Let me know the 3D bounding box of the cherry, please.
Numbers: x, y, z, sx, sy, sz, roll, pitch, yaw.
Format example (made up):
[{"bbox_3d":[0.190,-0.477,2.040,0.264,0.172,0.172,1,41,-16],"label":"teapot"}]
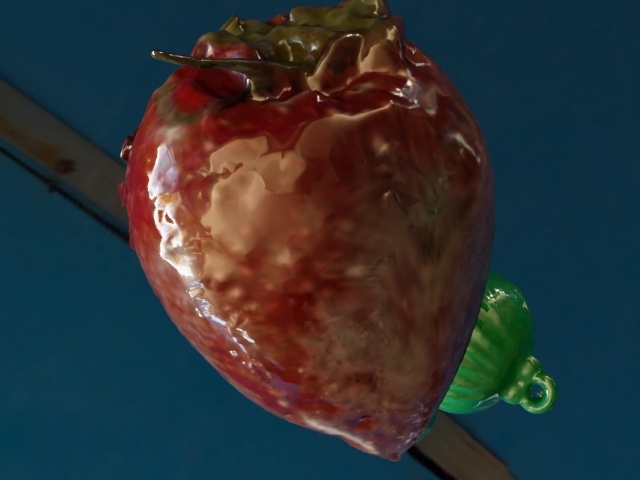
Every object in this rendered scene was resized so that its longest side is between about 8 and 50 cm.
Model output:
[{"bbox_3d":[0.000,0.000,0.809,0.175,0.192,0.250,-13,-79,43],"label":"cherry"}]

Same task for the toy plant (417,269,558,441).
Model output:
[{"bbox_3d":[0.061,0.065,1.022,0.200,0.105,0.143,39,-71,21],"label":"toy plant"}]
